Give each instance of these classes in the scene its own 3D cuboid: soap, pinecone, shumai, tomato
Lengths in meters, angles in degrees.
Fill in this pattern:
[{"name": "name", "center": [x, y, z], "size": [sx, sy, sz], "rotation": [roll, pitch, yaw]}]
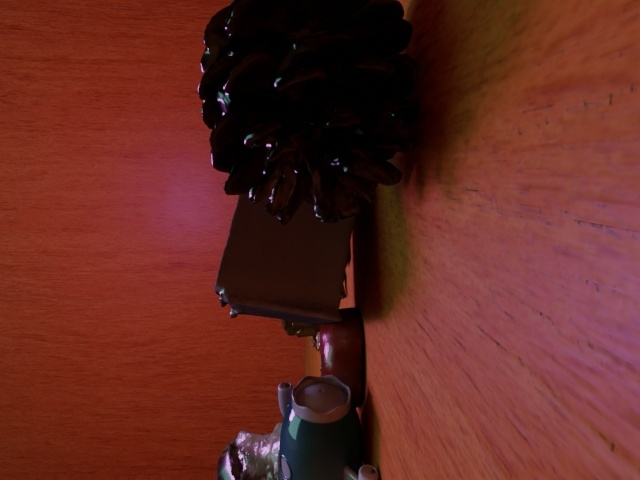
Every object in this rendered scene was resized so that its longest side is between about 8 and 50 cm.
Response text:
[{"name": "soap", "center": [-0.048, -0.051, 0.840], "size": [0.350, 0.213, 0.435], "rotation": [109, 171, -72]}, {"name": "pinecone", "center": [-0.004, -0.161, 0.490], "size": [0.298, 0.242, 0.295], "rotation": [25, -117, -72]}, {"name": "shumai", "center": [-0.123, 0.649, 1.157], "size": [0.395, 0.348, 0.395], "rotation": [3, -90, -89]}, {"name": "tomato", "center": [0.040, 0.251, 0.897], "size": [0.225, 0.085, 0.224], "rotation": [178, 90, -87]}]

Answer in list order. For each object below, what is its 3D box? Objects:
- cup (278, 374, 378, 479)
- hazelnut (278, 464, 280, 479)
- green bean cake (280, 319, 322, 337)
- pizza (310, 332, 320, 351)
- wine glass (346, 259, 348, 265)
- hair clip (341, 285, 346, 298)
[{"name": "cup", "center": [0.003, 0.354, 0.767], "size": [0.300, 0.168, 0.173], "rotation": [21, 116, 52]}, {"name": "hazelnut", "center": [-0.001, 0.510, 0.894], "size": [0.182, 0.182, 0.182], "rotation": [-179, 90, -86]}, {"name": "green bean cake", "center": [-0.045, 0.147, 1.429], "size": [0.310, 0.202, 0.285], "rotation": [-93, -6, -51]}, {"name": "pizza", "center": [-0.019, 0.359, 1.678], "size": [0.154, 0.069, 0.193], "rotation": [99, 172, -57]}, {"name": "wine glass", "center": [0.039, -0.025, 1.071], "size": [0.066, 0.066, 0.198], "rotation": [100, 171, -62]}, {"name": "hair clip", "center": [0.048, 0.086, 1.119], "size": [0.173, 0.049, 0.049], "rotation": [-93, 6, -53]}]
